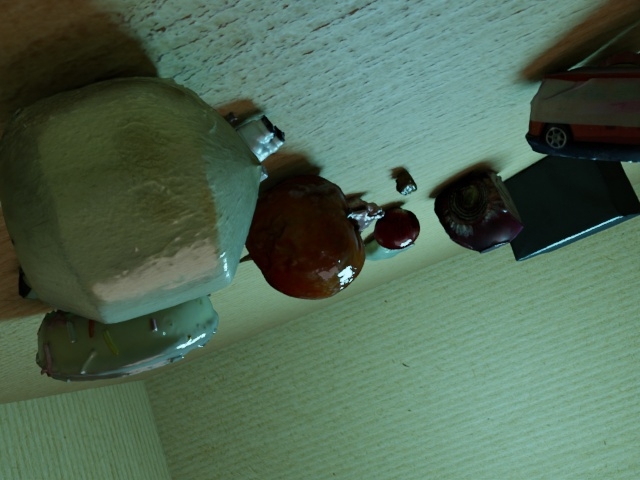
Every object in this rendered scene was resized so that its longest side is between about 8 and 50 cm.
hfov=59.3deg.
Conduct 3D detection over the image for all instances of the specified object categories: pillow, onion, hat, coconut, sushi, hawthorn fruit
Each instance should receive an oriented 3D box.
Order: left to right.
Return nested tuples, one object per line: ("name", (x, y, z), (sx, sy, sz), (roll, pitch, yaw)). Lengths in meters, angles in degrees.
("coconut", (-0.185, -0.050, 0.589), (0.247, 0.245, 0.245), (-17, 167, -19))
("hawthorn fruit", (-0.058, 0.004, 1.056), (0.271, 0.242, 0.242), (-20, 168, 11))
("hat", (0.000, 0.000, 1.368), (0.237, 0.107, 0.286), (-2, 155, -29))
("pillow", (0.216, 0.016, 1.849), (0.134, 0.078, 0.181), (-12, 168, -23))
("onion", (0.210, -0.030, 1.546), (0.131, 0.131, 0.131), (-20, 167, -5))
("sushi", (0.191, -0.125, 1.272), (0.047, 0.050, 0.099), (-30, 159, 14))
("onion", (0.433, -0.064, 1.553), (0.207, 0.206, 0.216), (-29, 164, 32))

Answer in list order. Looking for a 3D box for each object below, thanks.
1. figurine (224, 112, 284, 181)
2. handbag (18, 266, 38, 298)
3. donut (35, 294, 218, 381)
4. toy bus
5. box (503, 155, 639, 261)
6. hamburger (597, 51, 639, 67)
("figurine", (-0.149, -0.088, 0.784), (0.229, 0.112, 0.137), (-34, 160, 11))
("handbag", (-0.357, 0.038, 0.969), (0.253, 0.109, 0.316), (-4, 165, -42))
("donut", (-0.411, 0.177, 1.205), (0.382, 0.142, 0.382), (-10, -173, 1))
("toy bus", (0.509, -0.216, 0.952), (0.302, 0.147, 0.127), (15, -152, 38))
("box", (0.734, -0.122, 1.695), (0.204, 0.251, 0.345), (-10, 165, -41))
("hamburger", (0.585, -0.270, 1.051), (0.137, 0.175, 0.175), (-23, 171, -36))
